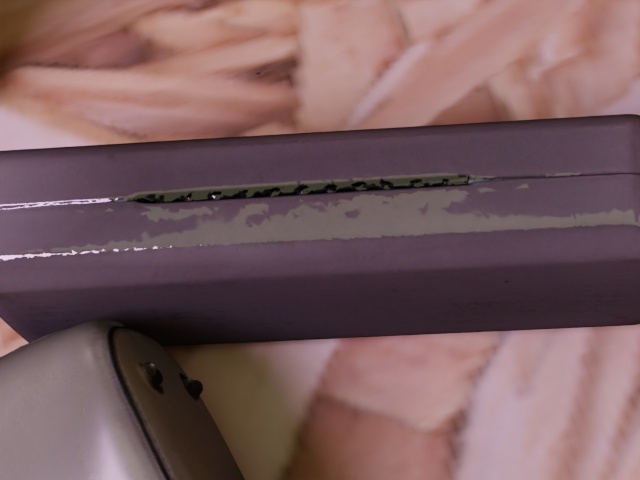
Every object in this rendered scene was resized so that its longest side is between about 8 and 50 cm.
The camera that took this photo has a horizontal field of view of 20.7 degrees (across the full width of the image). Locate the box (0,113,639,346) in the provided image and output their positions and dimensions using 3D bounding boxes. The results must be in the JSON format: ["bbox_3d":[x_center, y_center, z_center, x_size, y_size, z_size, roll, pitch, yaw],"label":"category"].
[{"bbox_3d":[0.000,0.000,0.639,0.243,0.103,0.055,-3,70,6],"label":"box"}]

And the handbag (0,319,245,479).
[{"bbox_3d":[-0.151,0.184,0.613,0.315,0.109,0.241,-31,73,2],"label":"handbag"}]
